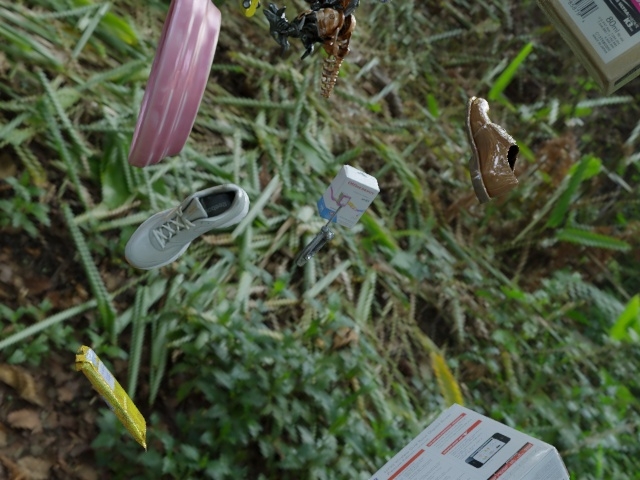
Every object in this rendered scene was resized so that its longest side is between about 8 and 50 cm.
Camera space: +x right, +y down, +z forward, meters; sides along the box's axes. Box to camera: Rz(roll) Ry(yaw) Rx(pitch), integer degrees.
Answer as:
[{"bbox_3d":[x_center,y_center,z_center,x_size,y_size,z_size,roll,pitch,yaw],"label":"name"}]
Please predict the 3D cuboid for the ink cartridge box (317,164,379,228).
[{"bbox_3d":[0.062,-0.097,2.008,0.088,0.122,0.052,21,31,-23],"label":"ink cartridge box"}]

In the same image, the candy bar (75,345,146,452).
[{"bbox_3d":[-0.240,0.184,1.045,0.040,0.018,0.161,-103,169,-55],"label":"candy bar"}]

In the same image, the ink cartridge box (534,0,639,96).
[{"bbox_3d":[0.448,-0.371,1.351,0.235,0.193,0.088,57,9,13],"label":"ink cartridge box"}]

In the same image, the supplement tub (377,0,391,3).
[{"bbox_3d":[0.087,-0.479,1.621,0.107,0.071,0.071,13,36,-27],"label":"supplement tub"}]

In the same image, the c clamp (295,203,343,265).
[{"bbox_3d":[0.000,0.000,1.755,0.022,0.137,0.161,41,-8,6],"label":"c clamp"}]

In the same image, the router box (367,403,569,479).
[{"bbox_3d":[0.244,0.476,1.686,0.301,0.335,0.082,13,-44,61],"label":"router box"}]

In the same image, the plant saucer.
[{"bbox_3d":[-0.242,-0.277,1.508,0.084,0.332,0.332,15,33,-14],"label":"plant saucer"}]

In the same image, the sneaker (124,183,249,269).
[{"bbox_3d":[-0.258,-0.039,1.690,0.099,0.262,0.121,57,-8,7],"label":"sneaker"}]

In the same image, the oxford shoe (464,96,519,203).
[{"bbox_3d":[0.267,-0.147,1.378,0.076,0.076,0.212,51,28,-45],"label":"oxford shoe"}]

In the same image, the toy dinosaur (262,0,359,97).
[{"bbox_3d":[0.001,-0.493,1.995,0.164,0.218,0.322,30,67,-42],"label":"toy dinosaur"}]

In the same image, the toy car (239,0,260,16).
[{"bbox_3d":[-0.139,-0.674,2.125,0.053,0.239,0.225,33,-9,13],"label":"toy car"}]
